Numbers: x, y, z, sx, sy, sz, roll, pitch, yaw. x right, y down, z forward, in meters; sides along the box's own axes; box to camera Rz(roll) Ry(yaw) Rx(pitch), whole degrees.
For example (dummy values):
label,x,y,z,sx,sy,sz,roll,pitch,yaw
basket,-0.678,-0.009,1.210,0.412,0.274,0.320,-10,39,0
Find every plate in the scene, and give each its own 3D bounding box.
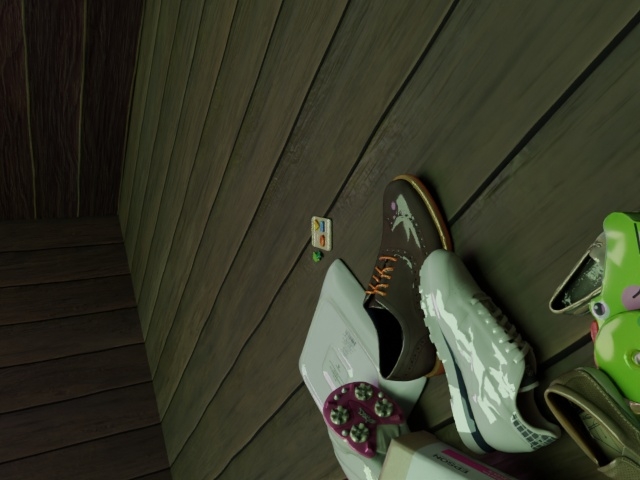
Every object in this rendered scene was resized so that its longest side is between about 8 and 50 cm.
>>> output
label,x,y,z,sx,sy,sz,roll,pitch,yaw
plate,0.042,0.218,0.867,0.277,0.045,0.278,53,137,43

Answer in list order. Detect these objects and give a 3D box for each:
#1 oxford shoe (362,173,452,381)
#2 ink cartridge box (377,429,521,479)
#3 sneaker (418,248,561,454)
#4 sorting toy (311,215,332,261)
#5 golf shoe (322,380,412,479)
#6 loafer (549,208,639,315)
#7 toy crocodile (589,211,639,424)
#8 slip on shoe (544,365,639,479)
label,x,y,z,sx,sy,sz,roll,pitch,yaw
oxford shoe,0.107,0.048,0.670,0.097,0.098,0.272,-12,84,60
ink cartridge box,0.156,0.332,0.512,0.234,0.088,0.193,15,87,37
sneaker,0.186,0.114,0.579,0.094,0.090,0.235,-30,72,44
sorting toy,0.000,0.000,0.935,0.062,0.012,0.083,14,106,58
golf shoe,0.118,0.331,0.692,0.306,0.115,0.140,44,145,38
loafer,0.255,0.026,0.468,0.045,0.039,0.125,58,141,37
toy crocodile,0.267,0.144,0.391,0.105,0.115,0.341,-20,77,60
slip on shoe,0.204,0.148,0.343,0.135,0.041,0.051,64,149,32
